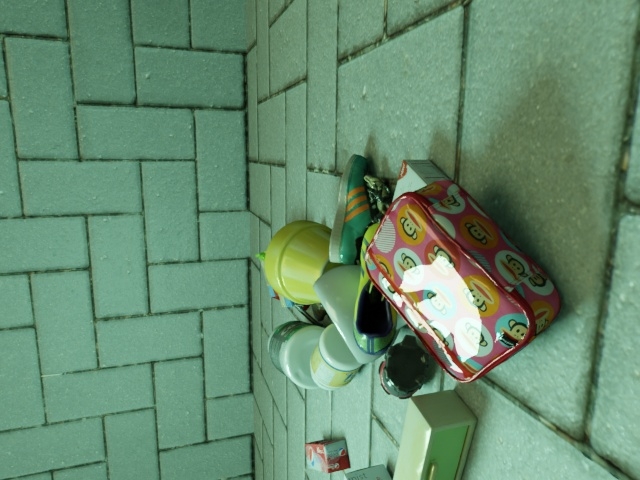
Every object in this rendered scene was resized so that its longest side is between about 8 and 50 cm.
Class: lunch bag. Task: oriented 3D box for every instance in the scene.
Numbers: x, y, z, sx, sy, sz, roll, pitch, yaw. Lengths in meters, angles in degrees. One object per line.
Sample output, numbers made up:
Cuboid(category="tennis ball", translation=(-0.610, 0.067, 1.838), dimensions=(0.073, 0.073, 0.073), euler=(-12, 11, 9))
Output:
Cuboid(category="lunch bag", translation=(0.206, 0.074, 0.759), dimensions=(0.293, 0.120, 0.258), euler=(52, 144, 23))

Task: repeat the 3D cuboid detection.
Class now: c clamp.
Cuboid(category="c clamp", translation=(-0.046, 0.280, 1.684), dimensions=(0.161, 0.022, 0.137), euler=(46, 163, -22))

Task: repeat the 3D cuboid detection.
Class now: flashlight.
Cuboid(category="flashlight", translation=(0.161, 0.263, 0.903), dimensions=(0.103, 0.103, 0.304), euler=(53, 176, 18))

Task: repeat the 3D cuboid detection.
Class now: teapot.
Cuboid(category="teapot", translation=(0.112, 0.150, 1.093), dimensions=(0.256, 0.187, 0.253), euler=(56, 176, 27))

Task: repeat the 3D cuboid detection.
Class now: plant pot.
Cuboid(category="plant pot", translation=(-0.001, 0.081, 1.346), dimensions=(0.239, 0.253, 0.254), euler=(19, 112, 55))

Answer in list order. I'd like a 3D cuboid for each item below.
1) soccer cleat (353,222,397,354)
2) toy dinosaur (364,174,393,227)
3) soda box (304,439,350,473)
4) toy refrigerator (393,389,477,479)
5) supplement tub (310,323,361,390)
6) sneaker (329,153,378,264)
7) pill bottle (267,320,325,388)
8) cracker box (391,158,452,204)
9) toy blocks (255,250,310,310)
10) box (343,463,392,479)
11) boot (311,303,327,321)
Cuboid(category="soccer cleat", translation=(0.119, 0.081, 0.915), dimensions=(0.121, 0.093, 0.290), euler=(76, -160, -60))
Cuboid(category="toy dinosaur", translation=(0.150, -0.062, 1.073), dimensions=(0.063, 0.118, 0.269), euler=(-24, 65, 23))
Cuboid(category="soda box", translation=(0.019, 0.756, 1.612), dimensions=(0.263, 0.083, 0.092), euler=(124, 139, -62))
Cuboid(category="toy refrigerator", translation=(0.222, 0.441, 0.915), dimensions=(0.094, 0.102, 0.270), euler=(-128, 39, -60))
Cuboid(category="supplement tub", translation=(0.049, 0.348, 1.355), dimensions=(0.200, 0.144, 0.145), euler=(109, 152, -49))
Cuboid(category="sneaker", translation=(0.108, -0.080, 1.202), dimensions=(0.108, 0.120, 0.303), euler=(52, -134, -71))
Cuboid(category="pill bottle", translation=(-0.072, 0.394, 1.638), dimensions=(0.361, 0.204, 0.205), euler=(163, 104, -71))
Cuboid(category="cracker box", translation=(0.219, -0.040, 0.901), dimensions=(0.232, 0.067, 0.156), euler=(-115, 28, -50))
Cuboid(category="toy blocks", translation=(-0.127, 0.151, 1.853), dimensions=(0.381, 0.190, 0.261), euler=(-17, 90, 62))
Cuboid(category="box", translation=(0.146, 0.763, 1.166), dimensions=(0.231, 0.126, 0.262), euler=(-131, 40, -59))
Cuboid(category="boot", translation=(-0.023, 0.184, 1.649), dimensions=(0.106, 0.082, 0.219), euler=(108, 151, -42))
